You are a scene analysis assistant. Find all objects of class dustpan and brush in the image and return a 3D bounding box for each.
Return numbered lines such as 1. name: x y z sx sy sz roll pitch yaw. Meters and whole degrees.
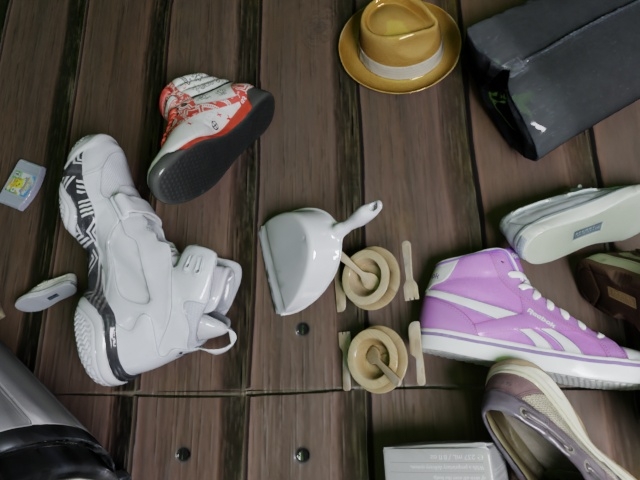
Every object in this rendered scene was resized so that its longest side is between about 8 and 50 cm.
1. dustpan and brush: 0.000 0.000 0.707 0.060 0.211 0.147 1 63 -35

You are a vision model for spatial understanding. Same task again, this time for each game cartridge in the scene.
1. game cartridge: -0.501 -0.093 0.880 0.056 0.017 0.083 19 78 11

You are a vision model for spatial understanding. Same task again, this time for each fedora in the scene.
1. fedora: 0.121 -0.321 0.807 0.195 0.079 0.194 -2 73 8

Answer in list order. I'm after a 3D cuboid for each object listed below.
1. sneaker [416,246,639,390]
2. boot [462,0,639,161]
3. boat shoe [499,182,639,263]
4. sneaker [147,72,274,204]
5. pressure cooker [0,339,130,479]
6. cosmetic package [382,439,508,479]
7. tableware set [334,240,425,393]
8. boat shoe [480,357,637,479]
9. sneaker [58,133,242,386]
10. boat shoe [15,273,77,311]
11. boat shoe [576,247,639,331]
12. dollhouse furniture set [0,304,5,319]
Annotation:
1. sneaker: 0.271 0.088 0.649 0.283 0.102 0.160 12 73 13
2. boot: 0.464 -0.228 0.681 0.446 0.146 0.366 -24 61 -2
3. boat shoe: 0.341 -0.039 0.680 0.228 0.079 0.081 -16 40 -12
4. sneaker: -0.196 -0.159 0.769 0.145 0.090 0.270 23 49 18
5. pressure cooker: -0.426 0.302 0.535 0.421 0.375 0.370 29 54 25
6. cosmetic package: 0.150 0.348 0.576 0.127 0.107 0.237 -13 68 24
7. tableware set: 0.064 0.099 0.681 0.128 0.039 0.194 -17 68 36
8. boat shoe: 0.269 0.265 0.562 0.092 0.103 0.285 -32 85 -42
9. sneaker: -0.234 0.007 0.744 0.211 0.137 0.365 -12 77 6
10. boat shoe: -0.423 0.078 0.808 0.100 0.035 0.035 -24 44 6
11. boat shoe: 0.392 0.064 0.566 0.095 0.257 0.095 -16 112 -2
12. dollhouse furniture set: -0.700 0.139 0.745 0.374 0.201 0.152 -35 71 -1
